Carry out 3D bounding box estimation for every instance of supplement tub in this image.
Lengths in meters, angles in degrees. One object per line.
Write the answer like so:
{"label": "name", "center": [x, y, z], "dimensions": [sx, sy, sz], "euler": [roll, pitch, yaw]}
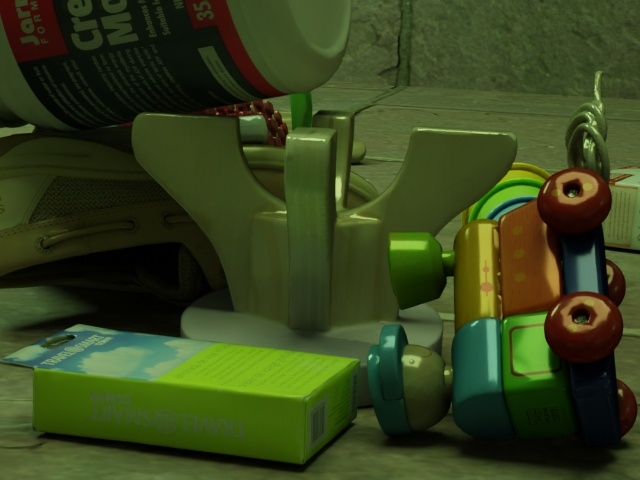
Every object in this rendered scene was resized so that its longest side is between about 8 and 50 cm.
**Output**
{"label": "supplement tub", "center": [-0.130, -0.180, 1.197], "dimensions": [0.272, 0.191, 0.191], "euler": [-8, 6, 20]}

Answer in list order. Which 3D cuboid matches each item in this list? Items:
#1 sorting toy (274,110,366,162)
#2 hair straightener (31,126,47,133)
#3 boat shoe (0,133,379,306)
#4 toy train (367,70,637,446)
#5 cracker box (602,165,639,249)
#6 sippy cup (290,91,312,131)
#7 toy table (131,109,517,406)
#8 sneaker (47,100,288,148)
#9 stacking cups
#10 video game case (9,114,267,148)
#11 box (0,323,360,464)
{"label": "sorting toy", "center": [-0.119, -0.128, 2.206], "dimensions": [0.307, 0.041, 0.229], "euler": [-1, 15, -18]}
{"label": "hair straightener", "center": [-0.193, -0.056, 1.401], "dimensions": [0.089, 0.047, 0.230], "euler": [-7, -24, -4]}
{"label": "boat shoe", "center": [-0.104, -0.002, 1.281], "dimensions": [0.341, 0.110, 0.121], "euler": [3, -24, -30]}
{"label": "toy train", "center": [0.103, 0.005, 1.004], "dimensions": [0.143, 0.105, 0.248], "euler": [-7, 51, 11]}
{"label": "cracker box", "center": [0.375, -0.024, 1.630], "dimensions": [0.232, 0.067, 0.155], "euler": [7, 10, 28]}
{"label": "sippy cup", "center": [-0.178, -0.137, 1.683], "dimensions": [0.240, 0.224, 0.305], "euler": [10, 13, 38]}
{"label": "toy table", "center": [0.000, 0.000, 1.131], "dimensions": [0.252, 0.161, 0.274], "euler": [1, 9, -8]}
{"label": "sneaker", "center": [-0.117, -0.081, 1.524], "dimensions": [0.112, 0.121, 0.299], "euler": [-14, -25, 29]}
{"label": "stacking cups", "center": [0.167, 0.018, 1.324], "dimensions": [0.096, 0.096, 0.316], "euler": [2, 15, 0]}
{"label": "video game case", "center": [-0.151, -0.039, 1.357], "dimensions": [0.193, 0.023, 0.212], "euler": [-5, -21, -13]}
{"label": "box", "center": [-0.077, 0.084, 0.960], "dimensions": [0.178, 0.042, 0.109], "euler": [5, 10, 17]}
